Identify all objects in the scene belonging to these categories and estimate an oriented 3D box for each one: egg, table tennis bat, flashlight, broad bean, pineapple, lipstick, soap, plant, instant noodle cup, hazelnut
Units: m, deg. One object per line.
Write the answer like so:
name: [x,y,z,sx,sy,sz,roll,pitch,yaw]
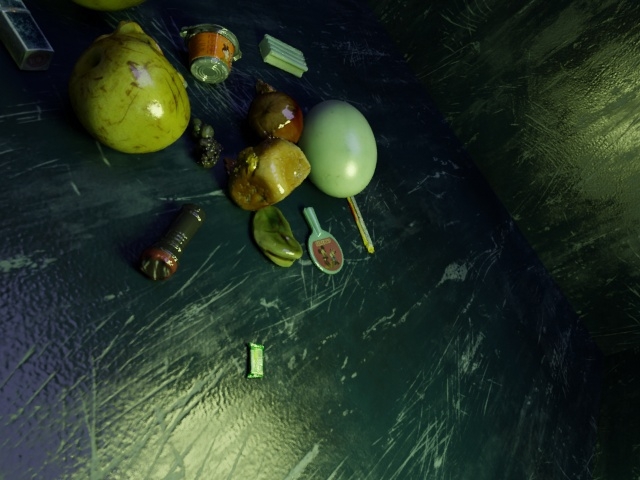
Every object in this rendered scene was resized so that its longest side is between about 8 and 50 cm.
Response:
egg: [0.058,-0.331,1.677,0.276,0.276,0.388,16,51,-39]
table tennis bat: [0.000,0.000,1.566,0.153,0.040,0.244,-12,76,-50]
flashlight: [-0.355,-0.004,1.151,0.093,0.093,0.232,41,34,-17]
broad bean: [-0.136,-0.015,1.412,0.153,0.072,0.206,5,46,-49]
pineapple: [-0.212,-0.554,1.747,0.114,0.077,0.114,55,1,18]
lipstick: [-0.759,-0.550,1.134,0.289,0.076,0.077,55,39,5]
soap: [-0.155,-0.768,1.956,0.199,0.063,0.114,10,54,-43]
plant: [-0.340,-0.290,1.387,0.085,0.087,0.174,58,10,-67]
instant noodle cup: [-0.361,-0.601,1.538,0.208,0.178,0.125,7,69,-22]
hazelnut: [-0.147,-0.398,1.602,0.208,0.208,0.208,27,45,-31]

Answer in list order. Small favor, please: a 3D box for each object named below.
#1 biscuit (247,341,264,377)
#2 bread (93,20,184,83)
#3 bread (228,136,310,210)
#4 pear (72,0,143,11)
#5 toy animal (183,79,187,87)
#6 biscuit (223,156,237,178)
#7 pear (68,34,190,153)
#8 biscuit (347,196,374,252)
biscuit: [-0.162,0.302,1.172,0.046,0.016,0.089,21,48,-34]
bread: [-0.513,-0.499,1.306,0.161,0.088,0.233,-44,94,-20]
bread: [-0.161,-0.211,1.413,0.176,0.196,0.246,60,33,-14]
pear: [-0.608,-0.805,1.282,0.414,0.352,0.351,-20,78,-48]
toy animal: [-0.516,-0.521,1.394,0.253,0.070,0.079,32,6,-10]
biscuit: [-0.269,-0.219,1.456,0.082,0.016,0.092,32,41,-28]
pear: [-0.466,-0.352,1.156,0.284,0.284,0.283,27,45,-31]
biscuit: [0.147,-0.086,1.792,0.048,0.026,0.291,5,59,-50]
